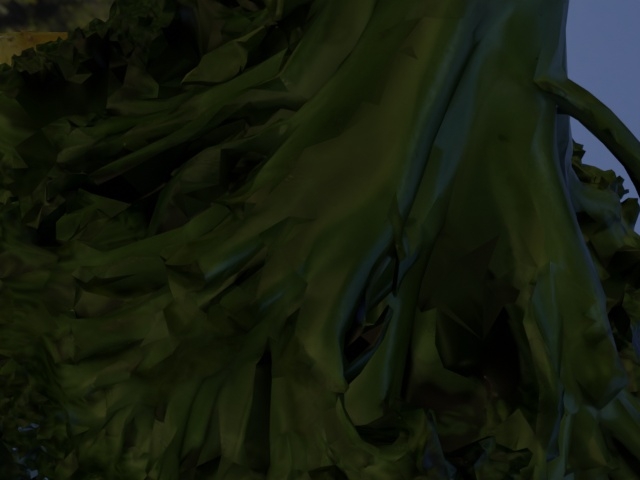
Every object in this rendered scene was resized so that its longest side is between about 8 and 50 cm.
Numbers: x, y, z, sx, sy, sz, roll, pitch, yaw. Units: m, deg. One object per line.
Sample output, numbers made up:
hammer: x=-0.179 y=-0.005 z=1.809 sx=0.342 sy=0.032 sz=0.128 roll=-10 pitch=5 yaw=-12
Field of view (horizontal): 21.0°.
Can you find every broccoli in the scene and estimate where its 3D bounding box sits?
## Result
broccoli: x=0.000 y=0.000 z=0.507 sx=0.261 sy=0.269 sz=0.241 roll=41 pitch=-65 yaw=27

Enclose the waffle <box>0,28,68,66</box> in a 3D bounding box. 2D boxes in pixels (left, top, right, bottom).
waffle: x=-0.054 y=0.002 z=0.902 sx=0.055 sy=0.221 sz=0.248 roll=-22 pitch=-100 yaw=47
